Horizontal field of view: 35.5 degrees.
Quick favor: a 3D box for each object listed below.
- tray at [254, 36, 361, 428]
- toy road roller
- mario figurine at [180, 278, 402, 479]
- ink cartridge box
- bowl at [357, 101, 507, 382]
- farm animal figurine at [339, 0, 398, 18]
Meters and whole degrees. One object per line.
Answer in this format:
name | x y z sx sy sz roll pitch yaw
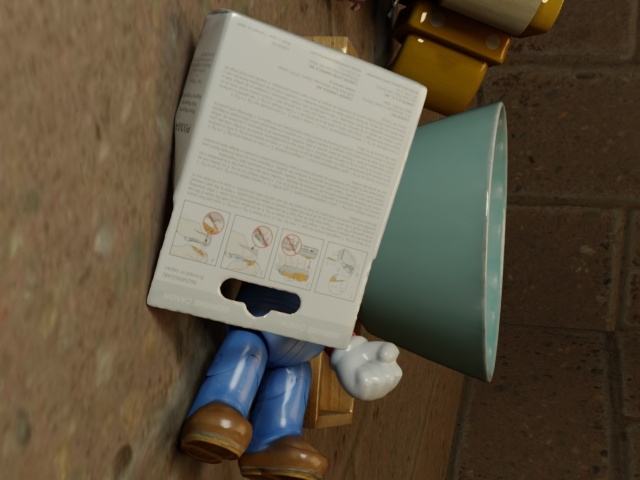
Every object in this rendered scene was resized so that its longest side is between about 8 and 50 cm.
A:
tray | 0.000 0.000 1.130 0.203 0.076 0.410 34 61 -75
toy road roller | 0.214 -0.325 1.560 0.329 0.203 0.240 -144 -106 -81
mario figurine | -0.017 0.039 0.869 0.198 0.170 0.320 63 34 -61
ink cartridge box | -0.032 -0.046 0.810 0.066 0.189 0.232 27 -80 62
bowl | 0.119 -0.002 1.121 0.311 0.163 0.311 4 90 -77
farm animal figurine | 0.087 -0.444 1.177 0.330 0.172 0.326 -22 114 -75
